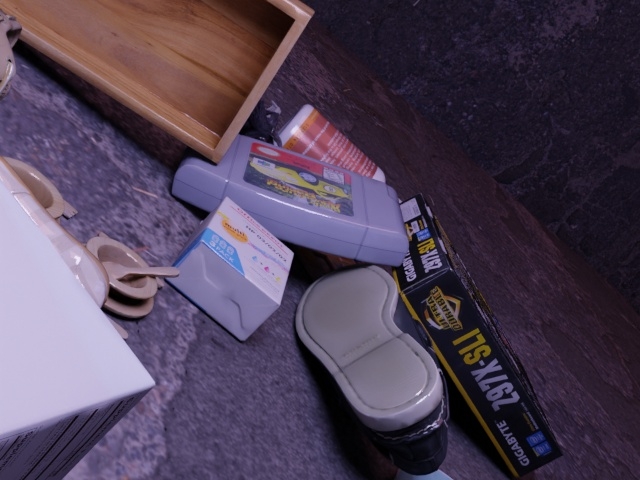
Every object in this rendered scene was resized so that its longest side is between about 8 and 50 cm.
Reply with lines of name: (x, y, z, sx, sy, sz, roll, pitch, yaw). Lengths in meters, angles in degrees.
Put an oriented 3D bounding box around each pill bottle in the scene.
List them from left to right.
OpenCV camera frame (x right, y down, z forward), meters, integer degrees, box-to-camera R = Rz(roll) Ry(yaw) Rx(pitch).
pill bottle: (0.019, -0.093, 1.295, 0.216, 0.121, 0.121, 42, 18, -9)

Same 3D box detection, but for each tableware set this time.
tableware set: (-0.215, -0.009, 0.746, 0.194, 0.039, 0.128, 41, 18, -9)

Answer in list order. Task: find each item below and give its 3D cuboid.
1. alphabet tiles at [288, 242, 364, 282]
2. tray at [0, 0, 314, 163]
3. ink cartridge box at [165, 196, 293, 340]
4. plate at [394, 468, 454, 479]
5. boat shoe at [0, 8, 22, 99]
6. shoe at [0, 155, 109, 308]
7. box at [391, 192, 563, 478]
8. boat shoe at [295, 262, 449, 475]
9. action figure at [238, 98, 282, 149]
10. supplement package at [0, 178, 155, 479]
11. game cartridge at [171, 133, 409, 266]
alphabet tiles: (0.000, 0.000, 1.258, 0.198, 0.009, 0.237, 21, 29, -51)
tray: (-0.233, -0.286, 0.965, 0.410, 0.203, 0.076, 32, 19, -9)
ink cartridge box: (-0.090, 0.020, 0.922, 0.104, 0.061, 0.181, 41, 17, -11)
plate: (0.135, 0.302, 0.845, 0.188, 0.024, 0.188, 40, 18, -16)
boat shoe: (-0.319, -0.163, 0.765, 0.098, 0.109, 0.302, 33, 15, -28)
shoe: (-0.247, -0.015, 0.630, 0.219, 0.076, 0.058, 41, 13, -16)
box: (0.198, 0.121, 1.158, 0.322, 0.079, 0.257, 57, 10, -21)
boat shoe: (0.063, 0.132, 0.932, 0.113, 0.127, 0.340, 65, -7, -23)
action figure: (-0.136, -0.223, 1.219, 0.275, 0.164, 0.141, 40, 59, 9)
supplement package: (-0.229, 0.056, 0.385, 0.194, 0.149, 0.203, 49, 18, 14)
game cartridge: (-0.033, -0.057, 1.074, 0.294, 0.060, 0.196, 17, 26, -8)
